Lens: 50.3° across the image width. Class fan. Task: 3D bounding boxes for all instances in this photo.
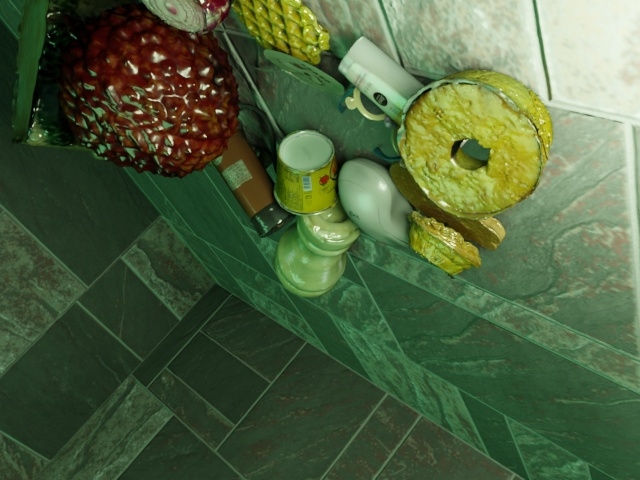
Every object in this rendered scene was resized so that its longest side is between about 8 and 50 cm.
[{"bbox_3d":[-0.068,-0.369,1.479,0.190,0.009,0.329,25,180,-33],"label":"fan"}]

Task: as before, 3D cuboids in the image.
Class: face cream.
[{"bbox_3d":[0.157,-0.258,1.250,0.269,0.073,0.107,41,163,-1],"label":"face cream"}]

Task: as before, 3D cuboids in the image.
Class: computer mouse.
[{"bbox_3d":[0.138,-0.070,1.662,0.184,0.121,0.297,26,156,37],"label":"computer mouse"}]

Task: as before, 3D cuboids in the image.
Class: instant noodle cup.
[{"bbox_3d":[-0.032,-0.176,1.696,0.182,0.182,0.144,33,151,24],"label":"instant noodle cup"}]

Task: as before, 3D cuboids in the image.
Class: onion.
[{"bbox_3d":[-0.275,-0.537,1.387,0.195,0.140,0.218,33,161,13],"label":"onion"}]

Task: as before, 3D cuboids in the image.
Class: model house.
[{"bbox_3d":[-0.626,-0.459,1.923,0.399,0.446,0.395,6,180,-36],"label":"model house"}]

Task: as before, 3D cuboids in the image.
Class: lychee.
[{"bbox_3d":[-0.427,-0.369,1.634,0.500,0.425,0.424,38,162,6],"label":"lychee"}]

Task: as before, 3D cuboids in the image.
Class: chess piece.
[{"bbox_3d":[0.000,0.000,1.979,0.234,0.234,0.442,40,158,4],"label":"chess piece"}]

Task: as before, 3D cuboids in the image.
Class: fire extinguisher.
[{"bbox_3d":[-0.187,-0.207,1.833,0.376,0.200,0.113,55,168,3],"label":"fire extinguisher"}]

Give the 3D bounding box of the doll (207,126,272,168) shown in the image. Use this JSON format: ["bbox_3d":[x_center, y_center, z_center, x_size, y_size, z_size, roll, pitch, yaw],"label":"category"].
[{"bbox_3d":[-0.279,-0.267,2.008,0.255,0.152,0.196,32,160,27],"label":"doll"}]

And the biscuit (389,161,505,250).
[{"bbox_3d":[0.271,-0.083,1.464,0.288,0.044,0.202,34,167,18],"label":"biscuit"}]

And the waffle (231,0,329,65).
[{"bbox_3d":[-0.100,-0.452,1.333,0.291,0.051,0.291,36,166,11],"label":"waffle"}]

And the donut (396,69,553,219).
[{"bbox_3d":[0.258,-0.164,1.124,0.272,0.107,0.272,27,140,25],"label":"donut"}]

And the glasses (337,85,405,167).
[{"bbox_3d":[0.121,-0.249,1.408,0.189,0.088,0.220,45,-178,-14],"label":"glasses"}]

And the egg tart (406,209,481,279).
[{"bbox_3d":[0.269,0.013,1.550,0.212,0.090,0.212,38,-177,-2],"label":"egg tart"}]
